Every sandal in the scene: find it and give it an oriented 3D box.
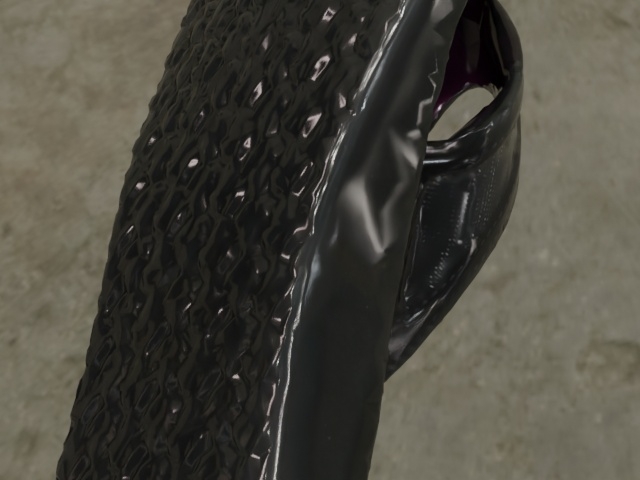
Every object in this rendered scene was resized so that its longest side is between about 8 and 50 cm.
[{"bbox_3d":[-0.002,0.001,0.542,0.107,0.168,0.445,28,70,-37],"label":"sandal"}]
